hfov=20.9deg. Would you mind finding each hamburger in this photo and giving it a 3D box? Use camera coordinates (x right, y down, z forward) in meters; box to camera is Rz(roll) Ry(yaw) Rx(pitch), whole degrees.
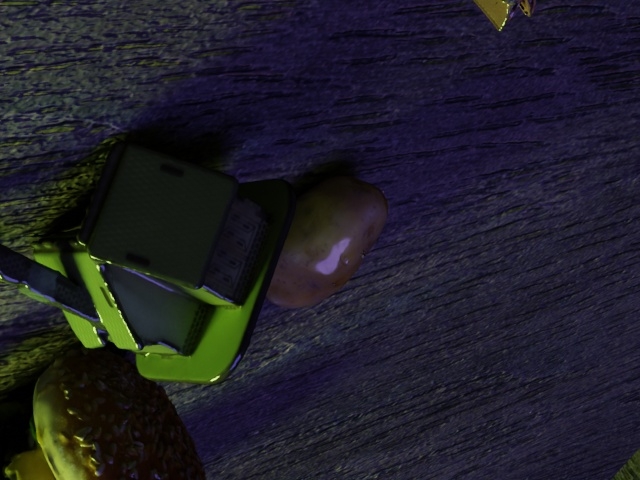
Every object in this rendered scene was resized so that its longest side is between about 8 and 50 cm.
[{"bbox_3d":[-0.251,0.265,1.892,0.225,0.291,0.291,-32,157,15],"label":"hamburger"}]

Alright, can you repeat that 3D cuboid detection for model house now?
[{"bbox_3d":[-0.198,-0.012,1.665,0.278,0.218,0.205,30,161,-30],"label":"model house"}]

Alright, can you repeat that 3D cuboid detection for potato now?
[{"bbox_3d":[0.000,0.000,1.931,0.178,0.109,0.118,-43,133,5],"label":"potato"}]

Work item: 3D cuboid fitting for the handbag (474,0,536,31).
[{"bbox_3d":[0.151,-0.302,1.519,0.059,0.157,0.212,-26,153,-18],"label":"handbag"}]

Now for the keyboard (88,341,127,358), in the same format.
[{"bbox_3d":[-0.259,0.162,2.010,0.063,0.010,0.198,-20,152,-34],"label":"keyboard"}]
